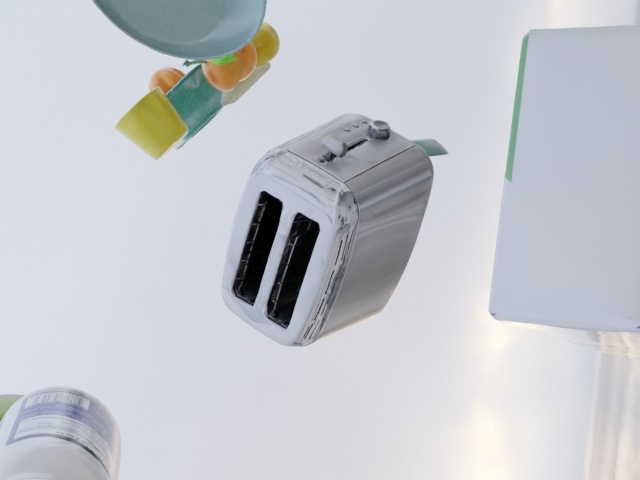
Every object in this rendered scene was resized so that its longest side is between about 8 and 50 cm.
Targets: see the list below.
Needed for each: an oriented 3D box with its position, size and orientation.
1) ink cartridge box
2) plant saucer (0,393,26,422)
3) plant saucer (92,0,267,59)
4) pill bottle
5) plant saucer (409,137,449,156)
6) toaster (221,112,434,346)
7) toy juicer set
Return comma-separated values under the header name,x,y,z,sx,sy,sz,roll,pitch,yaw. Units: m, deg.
name,x,y,z,sx,sy,sz,roll,pitch,yaw
ink cartridge box,0.242,-0.019,0.879,0.278,0.117,0.201,18,-102,-56
plant saucer,-0.328,0.273,1.203,0.037,0.241,0.241,80,-161,-75
plant saucer,-0.146,-0.246,1.133,0.037,0.195,0.195,-40,28,51
pill bottle,-0.187,0.169,0.813,0.169,0.094,0.094,-118,31,-77
plant saucer,0.097,-0.112,1.456,0.119,0.119,0.021,-25,-68,-74
toaster,0.000,0.000,1.080,0.146,0.129,0.227,-23,-41,-51
toy juicer set,-0.145,-0.200,1.460,0.209,0.089,0.329,-43,4,4
